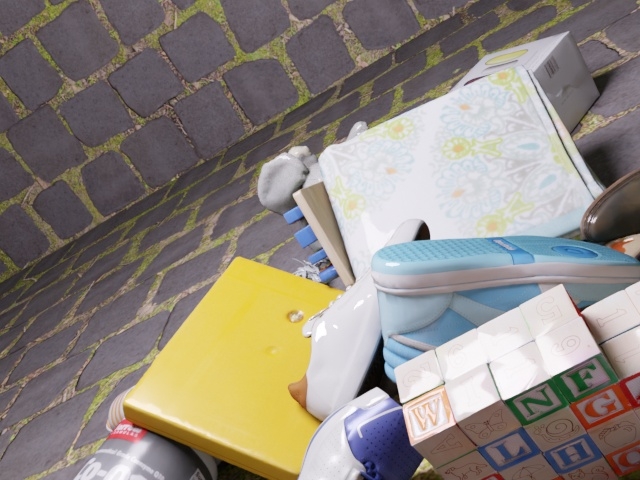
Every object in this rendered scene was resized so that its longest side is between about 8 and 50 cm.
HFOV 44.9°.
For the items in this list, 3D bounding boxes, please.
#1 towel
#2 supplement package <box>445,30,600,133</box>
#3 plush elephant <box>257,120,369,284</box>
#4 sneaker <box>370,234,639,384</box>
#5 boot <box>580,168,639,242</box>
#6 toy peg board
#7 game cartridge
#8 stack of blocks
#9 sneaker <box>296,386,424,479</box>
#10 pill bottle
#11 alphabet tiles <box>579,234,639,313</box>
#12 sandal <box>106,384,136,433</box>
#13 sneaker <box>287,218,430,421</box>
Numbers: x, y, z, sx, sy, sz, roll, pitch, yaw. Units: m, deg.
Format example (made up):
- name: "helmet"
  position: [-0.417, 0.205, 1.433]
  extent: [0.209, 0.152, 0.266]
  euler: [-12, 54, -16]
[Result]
- name: "towel"
  position: [0.205, -0.071, 1.146]
  extent: [0.374, 0.090, 0.321]
  euler: [-23, 54, 9]
- name: "supplement package"
  position: [0.374, -0.265, 1.468]
  extent: [0.203, 0.149, 0.194]
  euler: [-4, 36, 52]
- name: "plush elephant"
  position: [0.036, -0.090, 1.398]
  extent: [0.255, 0.271, 0.330]
  euler: [103, -172, -56]
- name: "sneaker"
  position: [0.217, 0.105, 0.922]
  extent: [0.318, 0.208, 0.127]
  euler: [-1, 13, -2]
- name: "boot"
  position: [0.428, -0.042, 0.922]
  extent: [0.219, 0.082, 0.106]
  euler: [-23, 25, -7]
- name: "toy peg board"
  position: [0.000, 0.000, 1.214]
  extent: [0.079, 0.161, 0.160]
  euler: [-31, 1, 19]
- name: "game cartridge"
  position: [-0.068, 0.172, 1.084]
  extent: [0.285, 0.053, 0.324]
  euler: [18, 43, 16]
- name: "stack of blocks"
  position: [0.238, 0.125, 0.679]
  extent: [0.297, 0.171, 0.087]
  euler: [-30, 35, 16]
- name: "sneaker"
  position: [0.008, 0.318, 0.779]
  extent: [0.315, 0.127, 0.182]
  euler: [-44, 25, -6]
- name: "pill bottle"
  position: [-0.240, 0.333, 1.035]
  extent: [0.161, 0.161, 0.283]
  euler: [-15, 28, 41]
- name: "alphabet tiles"
  position: [0.453, 0.018, 0.913]
  extent: [0.342, 0.011, 0.285]
  euler: [-38, 20, -9]
- name: "sandal"
  position: [-0.301, 0.285, 1.362]
  extent: [0.265, 0.076, 0.102]
  euler: [-14, 28, 43]
- name: "sneaker"
  position: [0.045, 0.089, 1.001]
  extent: [0.123, 0.106, 0.290]
  euler: [18, 72, 28]
